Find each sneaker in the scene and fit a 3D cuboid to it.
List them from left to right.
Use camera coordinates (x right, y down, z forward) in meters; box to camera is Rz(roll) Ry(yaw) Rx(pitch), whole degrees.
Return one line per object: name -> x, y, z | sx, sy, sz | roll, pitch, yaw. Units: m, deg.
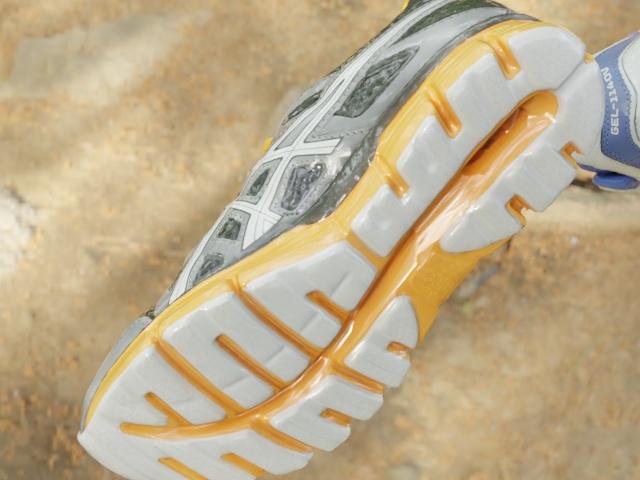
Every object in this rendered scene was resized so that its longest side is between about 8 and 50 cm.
sneaker -> 0.000, 0.000, 0.536 | 0.215, 0.084, 0.083 | -42, 38, 5
sneaker -> 0.207, -0.077, 0.882 | 0.131, 0.296, 0.112 | -11, 81, 19
